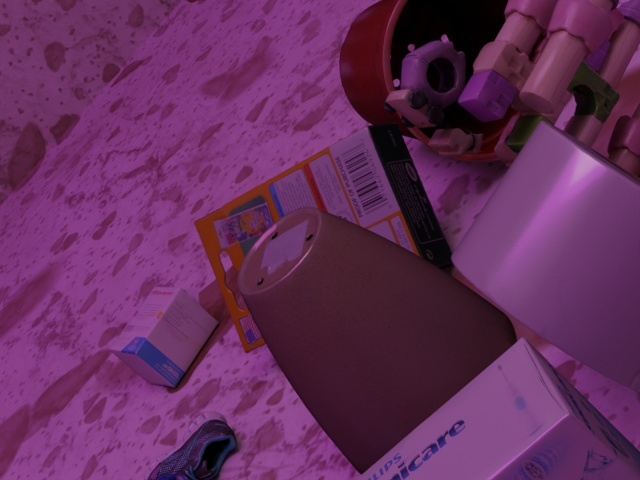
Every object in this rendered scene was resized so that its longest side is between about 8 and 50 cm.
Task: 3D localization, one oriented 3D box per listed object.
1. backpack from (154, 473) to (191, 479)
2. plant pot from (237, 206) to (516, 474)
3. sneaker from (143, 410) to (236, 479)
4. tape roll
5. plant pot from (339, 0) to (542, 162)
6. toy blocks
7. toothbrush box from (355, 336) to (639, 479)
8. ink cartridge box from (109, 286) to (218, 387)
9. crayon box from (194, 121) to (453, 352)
[{"bbox_3d":[-0.200,0.363,1.881,0.158,0.117,0.173,-36,25,19],"label":"backpack"},{"bbox_3d":[0.042,0.093,1.721,0.256,0.274,0.256,-35,27,21],"label":"plant pot"},{"bbox_3d":[-0.175,0.304,1.992,0.166,0.065,0.076,-52,30,-9],"label":"sneaker"},{"bbox_3d":[0.275,0.014,1.482,0.169,0.246,0.246,-58,24,9],"label":"tape roll"},{"bbox_3d":[0.163,-0.246,2.072,0.272,0.272,0.265,-51,18,-10],"label":"plant pot"},{"bbox_3d":[0.302,-0.196,1.735,0.309,0.288,0.260,2,59,60],"label":"toy blocks"},{"bbox_3d":[0.190,0.259,1.235,0.216,0.295,0.126,-41,26,9],"label":"toothbrush box"},{"bbox_3d":[-0.233,0.139,2.278,0.092,0.090,0.143,0,51,56],"label":"ink cartridge box"},{"bbox_3d":[0.000,0.000,1.999,0.323,0.203,0.083,-26,-8,34],"label":"crayon box"}]
